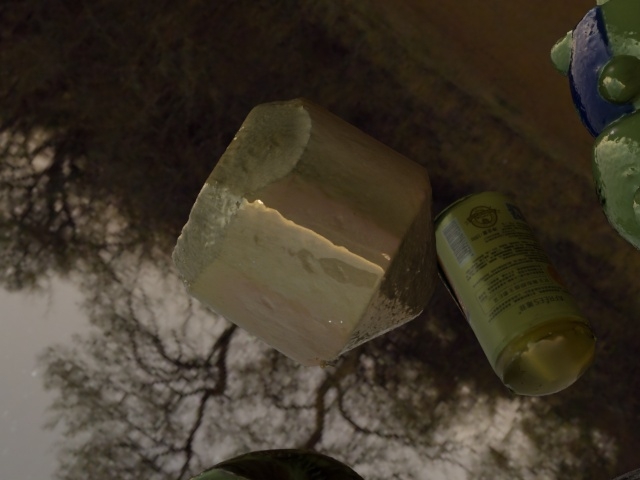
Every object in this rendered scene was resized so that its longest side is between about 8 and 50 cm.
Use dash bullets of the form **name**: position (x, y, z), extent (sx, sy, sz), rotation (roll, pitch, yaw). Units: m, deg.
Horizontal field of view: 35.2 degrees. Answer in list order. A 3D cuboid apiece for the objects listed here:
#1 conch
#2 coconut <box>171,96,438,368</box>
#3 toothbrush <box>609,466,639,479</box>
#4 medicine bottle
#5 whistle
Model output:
- **conch**: position (-0.030, 0.275, 0.907), extent (0.124, 0.187, 0.181), rotation (30, -143, -77)
- **coconut**: position (0.000, 0.000, 0.986), extent (0.244, 0.239, 0.239), rotation (29, -178, -2)
- **toothbrush**: position (0.309, 0.344, 1.305), extent (0.035, 0.413, 0.042), rotation (-116, 14, -53)
- **medicine bottle**: position (0.215, 0.063, 1.133), extent (0.124, 0.124, 0.239), rotation (34, -154, -48)
- **whistle**: position (0.177, -0.083, 0.544), extent (0.105, 0.085, 0.227), rotation (14, -121, -46)
